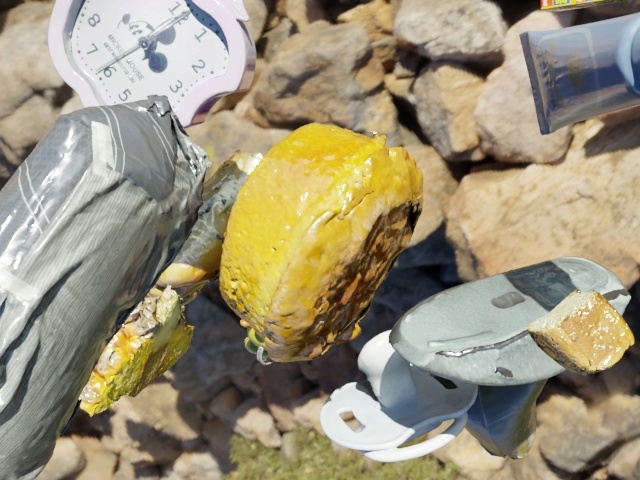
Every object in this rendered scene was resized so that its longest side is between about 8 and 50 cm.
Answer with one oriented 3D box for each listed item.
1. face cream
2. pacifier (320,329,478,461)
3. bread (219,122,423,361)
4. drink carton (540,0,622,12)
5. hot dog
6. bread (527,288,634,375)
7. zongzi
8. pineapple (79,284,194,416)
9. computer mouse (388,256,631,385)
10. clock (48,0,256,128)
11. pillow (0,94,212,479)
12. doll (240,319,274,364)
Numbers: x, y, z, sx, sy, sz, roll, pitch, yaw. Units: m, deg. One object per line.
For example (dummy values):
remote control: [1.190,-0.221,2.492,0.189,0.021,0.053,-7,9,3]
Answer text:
face cream: [0.310,-0.187,0.916,0.086,0.385,0.136,-16,97,-9]
pacifier: [0.130,0.239,1.409,0.227,0.279,0.207,33,140,62]
bread: [-0.001,0.002,1.250,0.204,0.337,0.358,37,152,23]
drink carton: [0.467,-0.442,1.465,0.165,0.056,0.071,0,99,32]
hot dog: [-0.273,0.004,1.963,0.196,0.365,0.367,45,158,3]
bread: [0.264,0.097,0.865,0.070,0.076,0.083,53,173,2]
zongzi: [0.377,0.284,1.531,0.300,0.145,0.274,-18,125,40]
pineapple: [-0.284,0.121,1.218,0.140,0.250,0.164,31,123,15]
computer mouse: [0.278,0.134,1.241,0.203,0.374,0.114,-131,29,-59]
clock: [-0.272,-0.340,1.399,0.338,0.102,0.339,2,100,10]
pillow: [-0.181,0.040,0.562,0.092,0.335,0.161,22,162,20]
doll: [-0.128,0.223,2.016,0.143,0.135,0.221,28,172,-3]
